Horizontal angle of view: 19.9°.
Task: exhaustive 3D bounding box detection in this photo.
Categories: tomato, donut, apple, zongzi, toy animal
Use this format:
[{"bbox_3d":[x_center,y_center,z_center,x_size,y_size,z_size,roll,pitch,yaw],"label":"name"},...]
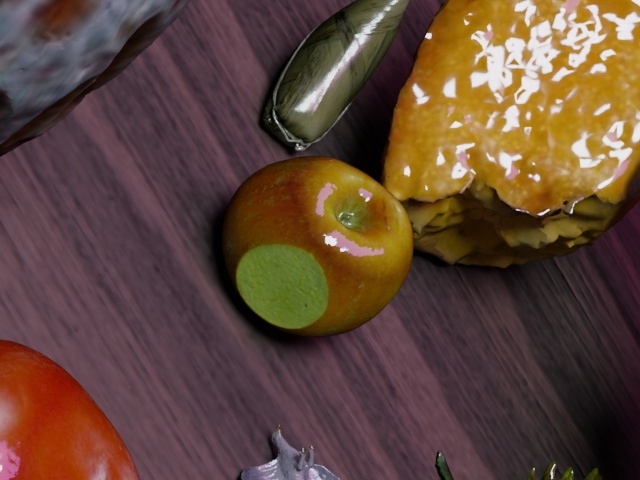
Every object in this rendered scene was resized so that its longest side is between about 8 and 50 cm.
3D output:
[{"bbox_3d":[-0.157,0.128,0.802,0.187,0.187,0.151,41,20,-22],"label":"tomato"},{"bbox_3d":[0.277,-0.029,1.203,0.435,0.377,0.163,50,-1,11],"label":"donut"},{"bbox_3d":[0.000,0.000,1.106,0.114,0.102,0.099,52,40,-8],"label":"apple"},{"bbox_3d":[0.017,-0.118,1.191,0.052,0.113,0.104,40,42,-14],"label":"zongzi"},{"bbox_3d":[-0.016,0.130,1.063,0.084,0.028,0.050,11,67,-45],"label":"toy animal"}]

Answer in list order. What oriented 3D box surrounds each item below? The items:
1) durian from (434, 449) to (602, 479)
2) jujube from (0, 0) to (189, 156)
[{"bbox_3d":[0.183,0.211,1.162,0.375,0.106,0.132,23,74,-36],"label":"durian"},{"bbox_3d":[-0.184,-0.137,0.823,0.246,0.308,0.215,6,63,-43],"label":"jujube"}]
